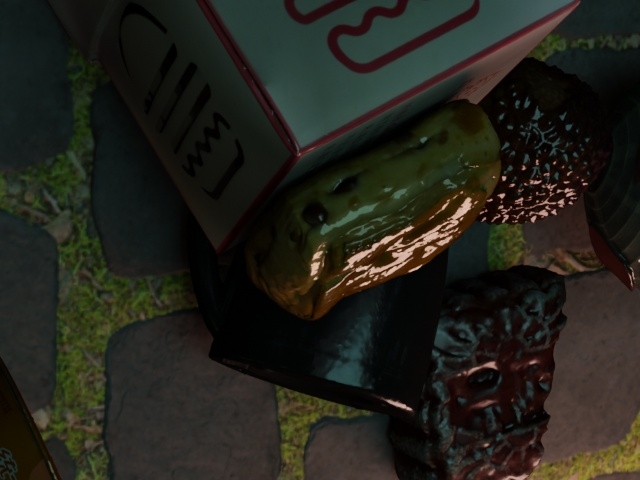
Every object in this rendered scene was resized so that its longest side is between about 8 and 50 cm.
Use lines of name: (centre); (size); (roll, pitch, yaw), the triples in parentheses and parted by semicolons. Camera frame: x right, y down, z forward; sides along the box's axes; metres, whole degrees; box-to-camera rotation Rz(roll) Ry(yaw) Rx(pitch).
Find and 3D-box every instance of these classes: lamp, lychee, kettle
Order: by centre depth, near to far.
kettle: (0.000, 0.000, 1.765); (0.268, 0.207, 0.290); (17, 82, -7)
lychee: (0.201, -0.096, 1.861); (0.188, 0.188, 0.188); (-7, 104, -28)
lamp: (0.390, -0.061, 1.943); (0.233, 0.233, 0.265); (0, 119, -30)

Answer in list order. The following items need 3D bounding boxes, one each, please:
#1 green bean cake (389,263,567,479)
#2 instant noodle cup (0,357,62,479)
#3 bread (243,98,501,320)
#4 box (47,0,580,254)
green bean cake: (0.169, 0.158, 1.936); (0.198, 0.097, 0.233); (-12, 106, -27)
instant noodle cup: (-0.322, 0.238, 1.612); (0.182, 0.230, 0.230); (-25, 112, -14)
bread: (0.045, -0.016, 1.558); (0.210, 0.235, 0.099); (-28, 83, -20)
box: (-0.017, -0.212, 1.572); (0.312, 0.314, 0.300); (-29, 84, -22)
